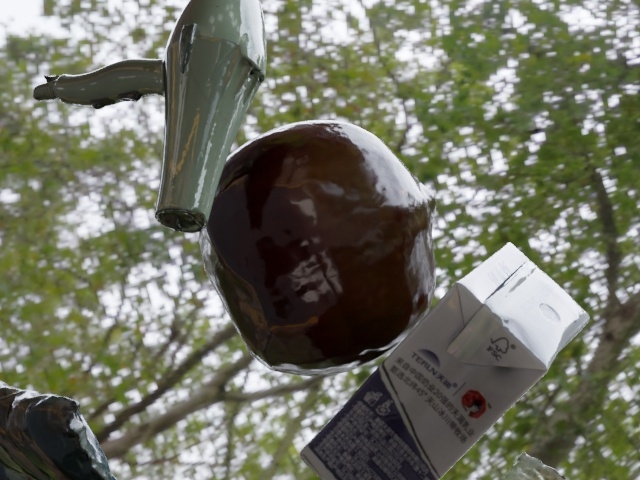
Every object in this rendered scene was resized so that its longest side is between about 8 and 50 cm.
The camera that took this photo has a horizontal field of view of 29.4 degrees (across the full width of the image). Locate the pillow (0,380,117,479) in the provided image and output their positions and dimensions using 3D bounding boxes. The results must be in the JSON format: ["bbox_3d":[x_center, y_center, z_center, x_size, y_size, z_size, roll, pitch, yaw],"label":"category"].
[{"bbox_3d":[-0.168,0.143,0.645,0.255,0.034,0.189,3,-59,43],"label":"pillow"}]

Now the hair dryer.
[{"bbox_3d":[-0.138,-0.093,0.994,0.225,0.088,0.219,-23,-127,16],"label":"hair dryer"}]

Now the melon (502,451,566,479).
[{"bbox_3d":[0.131,0.200,0.653,0.098,0.054,0.182,25,-39,25],"label":"melon"}]

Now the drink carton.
[{"bbox_3d":[0.103,0.120,0.995,0.102,0.134,0.222,46,-61,11],"label":"drink carton"}]

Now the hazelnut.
[{"bbox_3d":[0.000,0.000,1.100,0.229,0.229,0.229,9,-75,36],"label":"hazelnut"}]
